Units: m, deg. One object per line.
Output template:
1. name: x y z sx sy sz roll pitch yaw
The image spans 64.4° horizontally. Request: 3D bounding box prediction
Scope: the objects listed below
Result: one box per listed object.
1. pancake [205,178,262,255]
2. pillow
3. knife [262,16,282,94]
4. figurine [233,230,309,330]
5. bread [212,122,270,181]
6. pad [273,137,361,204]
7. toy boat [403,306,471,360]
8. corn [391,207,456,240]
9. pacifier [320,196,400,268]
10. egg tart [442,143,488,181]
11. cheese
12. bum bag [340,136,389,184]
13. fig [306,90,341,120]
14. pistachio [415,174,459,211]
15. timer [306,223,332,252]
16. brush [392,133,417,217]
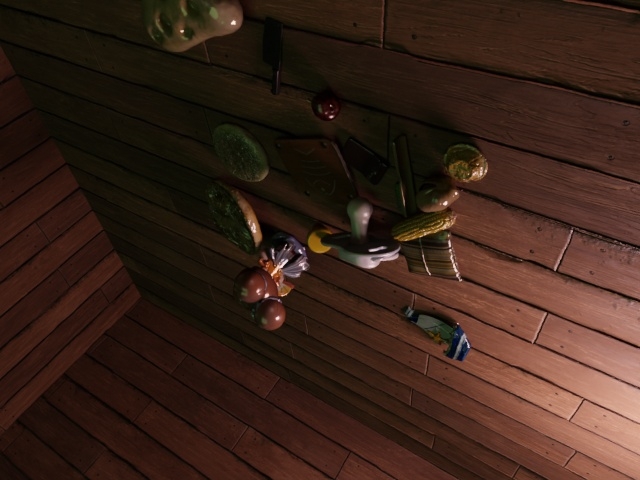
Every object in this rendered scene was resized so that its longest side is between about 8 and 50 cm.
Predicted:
1. pancake: -0.378 -0.099 2.216 0.386 0.082 0.387 36 144 32
2. pillow: 0.362 0.043 1.713 0.208 0.052 0.212 7 131 41
3. knife: -0.147 -0.554 1.542 0.072 0.019 0.245 32 144 18
4. figurine: -0.207 0.158 2.107 0.248 0.388 0.277 -6 124 46
5. bread: -0.309 -0.329 1.946 0.266 0.040 0.267 25 144 20
6. pad: -0.011 -0.237 1.768 0.286 0.018 0.284 10 141 42
7. toy boat: 0.458 0.353 2.010 0.291 0.067 0.221 36 148 26
8. corn: 0.322 -0.053 1.603 0.238 0.080 0.080 -19 116 44
9. pacifier: 0.143 -0.036 1.727 0.299 0.243 0.233 20 120 50
10. egg tart: 0.391 -0.206 1.394 0.128 0.049 0.129 25 143 21
11. cheese: -0.397 -0.671 1.540 0.351 0.130 0.328 39 145 4
12. bum bag: 0.136 -0.250 1.613 0.159 0.026 0.109 36 148 6
13. fig: 0.004 -0.407 1.523 0.125 0.088 0.089 40 159 53
14. pistachio: 0.338 -0.134 1.490 0.113 0.113 0.149 42 165 -4
15. timer: 0.000 0.000 1.970 0.107 0.109 0.107 -2 117 -3
16. brush: 0.250 -0.194 1.546 0.048 0.054 0.283 35 152 43
